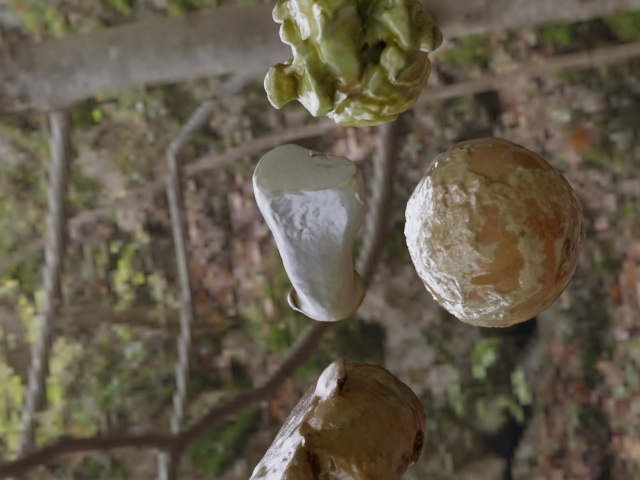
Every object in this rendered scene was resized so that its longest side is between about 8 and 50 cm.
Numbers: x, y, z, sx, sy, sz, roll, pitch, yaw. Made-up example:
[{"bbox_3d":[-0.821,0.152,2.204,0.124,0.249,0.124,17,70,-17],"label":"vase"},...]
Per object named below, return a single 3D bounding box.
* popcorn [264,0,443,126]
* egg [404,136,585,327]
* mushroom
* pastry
[{"bbox_3d":[0.033,-0.214,1.925,0.167,0.187,0.185,-110,43,-80],"label":"popcorn"},{"bbox_3d":[0.187,-0.007,1.857,0.233,0.195,0.195,59,-151,-48],"label":"egg"},{"bbox_3d":[0.000,0.000,2.359,0.122,0.159,0.329,-38,-36,-21],"label":"mushroom"},{"bbox_3d":[-0.002,0.194,1.376,0.218,0.100,0.229,-57,2,3],"label":"pastry"}]
